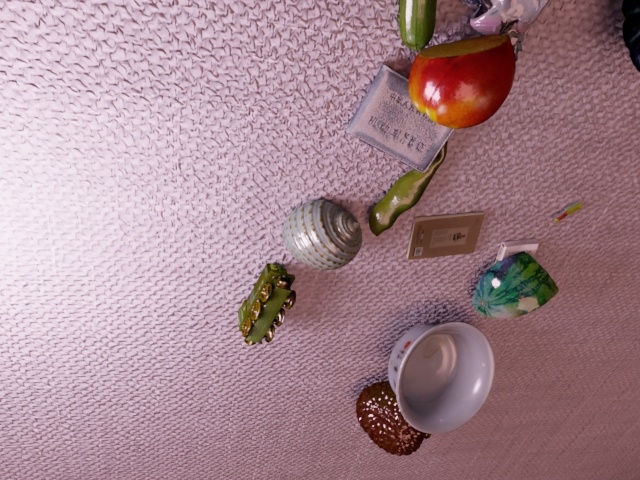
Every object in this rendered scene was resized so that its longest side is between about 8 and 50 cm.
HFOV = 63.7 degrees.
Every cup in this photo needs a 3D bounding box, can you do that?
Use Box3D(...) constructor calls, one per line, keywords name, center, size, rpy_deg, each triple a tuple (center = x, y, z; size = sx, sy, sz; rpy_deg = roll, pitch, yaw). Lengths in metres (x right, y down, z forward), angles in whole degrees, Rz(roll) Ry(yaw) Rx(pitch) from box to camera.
Box3D(name="cup", center=(0.347, 0.394, 1.583), size=(0.347, 0.163, 0.347), rpy_deg=(-4, 100, -21))

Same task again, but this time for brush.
Box3D(name="brush", center=(0.678, -0.078, 1.419), size=(0.083, 0.021, 0.019), rpy_deg=(-34, 131, 5))

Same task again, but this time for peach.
Box3D(name="peach", center=(0.268, -0.314, 0.979), size=(0.190, 0.190, 0.192), rpy_deg=(16, 113, -26))

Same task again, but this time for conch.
Box3D(name="conch", center=(0.004, 0.005, 1.227), size=(0.200, 0.131, 0.172), rpy_deg=(-42, 128, 17))

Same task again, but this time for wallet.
Box3D(name="wallet", center=(0.183, -0.255, 1.105), size=(0.222, 0.036, 0.167), rpy_deg=(23, 112, -23))

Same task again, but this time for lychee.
Box3D(name="lychee", center=(0.248, 0.581, 1.713), size=(0.271, 0.236, 0.236), rpy_deg=(34, 116, -7))

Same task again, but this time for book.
Box3D(name="book", center=(0.333, -0.012, 1.380), size=(0.199, 0.016, 0.138), rpy_deg=(-6, 129, -11))

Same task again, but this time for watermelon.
Box3D(name="watermelon", center=(0.534, 0.127, 1.467), size=(0.231, 0.128, 0.146), rpy_deg=(-28, 111, 10))

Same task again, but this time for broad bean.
Box3D(name="broad bean", center=(0.208, -0.139, 1.221), size=(0.098, 0.056, 0.318), rpy_deg=(22, 112, -9))

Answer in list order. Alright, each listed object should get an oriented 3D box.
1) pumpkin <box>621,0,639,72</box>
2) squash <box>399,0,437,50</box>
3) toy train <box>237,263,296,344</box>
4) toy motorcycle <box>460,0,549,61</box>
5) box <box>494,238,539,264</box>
Box3D(name="pumpkin", center=(0.740, -0.444, 0.915), size=(0.266, 0.363, 0.363), rpy_deg=(-10, 131, -24))
Box3D(name="squash", center=(0.182, -0.456, 0.939), size=(0.077, 0.068, 0.219), rpy_deg=(-18, 132, -23))
Box3D(name="toy train", center=(-0.138, 0.160, 1.313), size=(0.090, 0.137, 0.225), rpy_deg=(20, 117, -23))
Box3D(name="toy motorcycle", center=(0.386, -0.445, 0.987), size=(0.239, 0.108, 0.204), rpy_deg=(-1, 129, 19))
Box3D(name="box", center=(0.559, 0.083, 1.514), size=(0.109, 0.029, 0.198), rpy_deg=(-5, 128, -12))
